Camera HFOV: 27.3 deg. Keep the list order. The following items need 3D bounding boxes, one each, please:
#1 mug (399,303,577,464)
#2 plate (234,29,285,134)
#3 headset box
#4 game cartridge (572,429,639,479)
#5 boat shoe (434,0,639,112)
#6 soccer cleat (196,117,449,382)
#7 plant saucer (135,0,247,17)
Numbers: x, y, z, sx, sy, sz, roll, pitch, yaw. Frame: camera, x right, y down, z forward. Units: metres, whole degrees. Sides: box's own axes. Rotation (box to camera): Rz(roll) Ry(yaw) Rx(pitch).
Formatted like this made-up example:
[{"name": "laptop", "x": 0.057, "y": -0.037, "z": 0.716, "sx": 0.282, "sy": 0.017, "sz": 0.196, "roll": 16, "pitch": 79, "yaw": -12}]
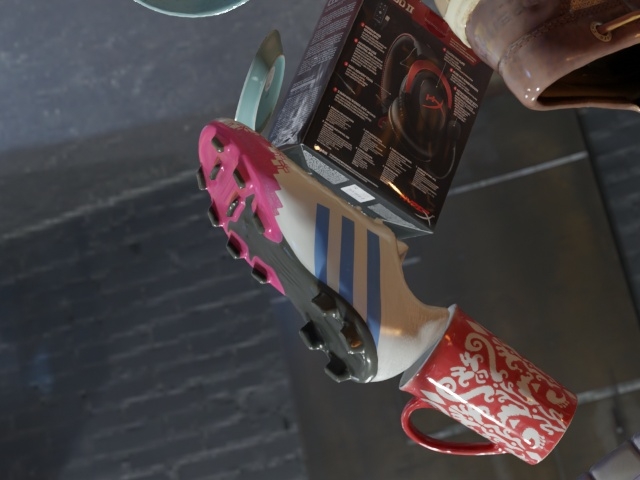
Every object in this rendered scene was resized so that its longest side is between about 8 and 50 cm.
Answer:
[{"name": "mug", "x": 0.180, "y": 0.171, "z": 1.458, "sx": 0.169, "sy": 0.113, "sz": 0.150, "roll": 33, "pitch": 138, "yaw": -1}, {"name": "plate", "x": -0.084, "y": -0.216, "z": 1.931, "sx": 0.024, "sy": 0.188, "sz": 0.188, "roll": 20, "pitch": 163, "yaw": 8}, {"name": "headset box", "x": 0.082, "y": -0.179, "z": 1.664, "sx": 0.218, "sy": 0.293, "sz": 0.110, "roll": 32, "pitch": 158, "yaw": -26}, {"name": "game cartridge", "x": 0.290, "y": 0.210, "z": 1.058, "sx": 0.230, "sy": 0.068, "sz": 0.355, "roll": -35, "pitch": 152, "yaw": 7}, {"name": "boat shoe", "x": 0.226, "y": -0.117, "z": 0.806, "sx": 0.342, "sy": 0.123, "sz": 0.123, "roll": -1, "pitch": 143, "yaw": -40}, {"name": "soccer cleat", "x": 0.000, "y": 0.000, "z": 1.346, "sx": 0.143, "sy": 0.331, "sz": 0.116, "roll": -22, "pitch": 155, "yaw": -32}, {"name": "plant saucer", "x": -0.106, "y": -0.283, "z": 1.085, "sx": 0.195, "sy": 0.195, "sz": 0.037, "roll": -20, "pitch": -168, "yaw": 21}]
